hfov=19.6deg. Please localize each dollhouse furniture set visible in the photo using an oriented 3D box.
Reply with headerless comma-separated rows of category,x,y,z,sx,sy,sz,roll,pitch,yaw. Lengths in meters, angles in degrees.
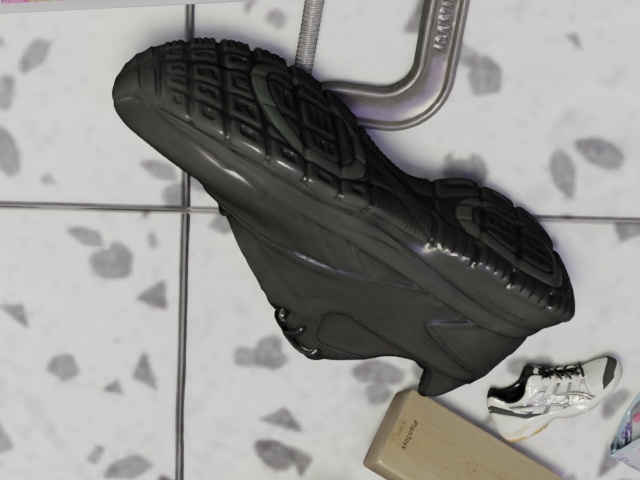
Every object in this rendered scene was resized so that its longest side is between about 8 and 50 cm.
dollhouse furniture set,0.035,0.182,1.122,0.144,0.123,0.151,32,70,-14

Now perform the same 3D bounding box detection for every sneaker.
sneaker,0.137,0.086,1.090,0.083,0.032,0.037,-29,109,6
sneaker,0.000,0.000,1.008,0.286,0.109,0.130,33,120,-18

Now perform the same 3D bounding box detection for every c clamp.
c clamp,0.014,-0.122,1.013,0.137,0.022,0.161,13,109,-8

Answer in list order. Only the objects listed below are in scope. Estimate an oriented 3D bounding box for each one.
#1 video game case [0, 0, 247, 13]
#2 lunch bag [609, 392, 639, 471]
video game case,-0.110,-0.201,0.979,0.143,0.019,0.157,-3,111,-2
lunch bag,0.223,0.114,1.095,0.071,0.053,0.083,32,114,-12
